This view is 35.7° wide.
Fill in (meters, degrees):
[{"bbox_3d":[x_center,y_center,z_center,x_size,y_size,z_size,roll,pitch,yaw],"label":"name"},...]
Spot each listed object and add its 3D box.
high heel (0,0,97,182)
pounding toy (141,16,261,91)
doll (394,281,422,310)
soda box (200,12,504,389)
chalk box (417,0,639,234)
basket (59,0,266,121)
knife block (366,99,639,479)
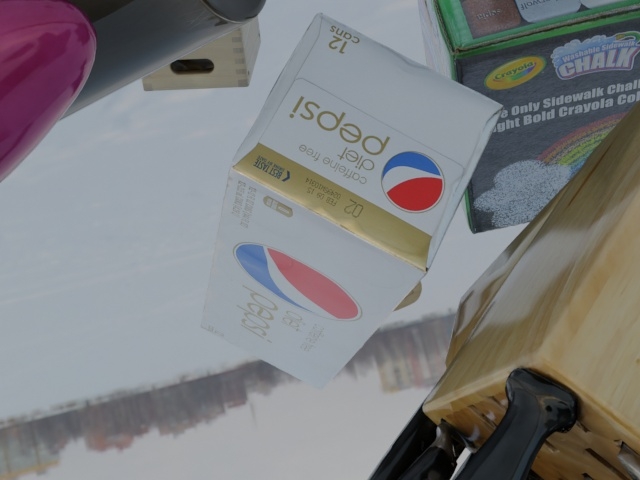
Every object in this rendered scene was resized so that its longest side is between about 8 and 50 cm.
[{"bbox_3d":[-0.276,0.008,0.557,0.377,0.181,0.127,-33,133,13],"label":"high heel"},{"bbox_3d":[-0.139,-0.206,1.050,0.141,0.100,0.130,-2,-145,6],"label":"pounding toy"},{"bbox_3d":[0.004,0.031,0.789,0.046,0.129,0.189,-37,-165,-25],"label":"doll"},{"bbox_3d":[0.000,0.000,0.416,0.073,0.069,0.216,27,159,1],"label":"soda box"},{"bbox_3d":[0.128,-0.126,0.572,0.132,0.132,0.213,-12,143,3],"label":"chalk box"},{"bbox_3d":[-0.162,-0.188,0.706,0.226,0.204,0.154,-8,-155,29],"label":"basket"},{"bbox_3d":[0.114,0.042,0.344,0.276,0.088,0.242,-50,-178,20],"label":"knife block"}]
